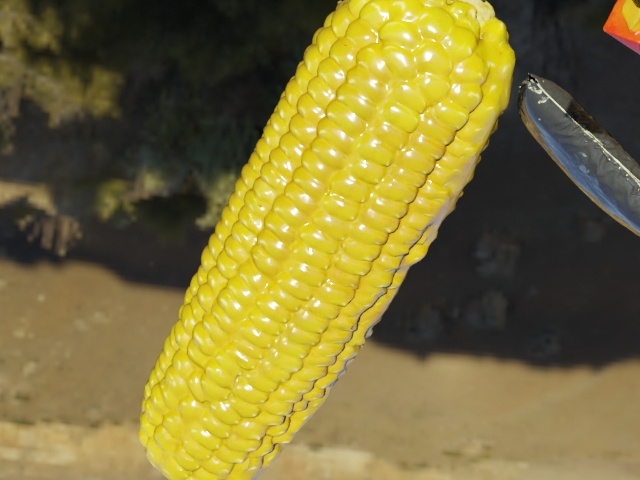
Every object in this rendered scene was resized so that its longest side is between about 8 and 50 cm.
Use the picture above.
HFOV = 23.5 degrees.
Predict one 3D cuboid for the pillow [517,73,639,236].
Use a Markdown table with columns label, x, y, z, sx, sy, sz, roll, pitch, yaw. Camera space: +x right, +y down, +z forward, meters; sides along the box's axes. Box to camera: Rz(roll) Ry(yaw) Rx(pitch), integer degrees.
| label | x | y | z | sx | sy | sz | roll | pitch | yaw |
| --- | --- | --- | --- | --- | --- | --- | --- | --- | --- |
| pillow | 0.256 | -0.070 | 1.404 | 0.208 | 0.055 | 0.141 | 46 | 179 | 2 |

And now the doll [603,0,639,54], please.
| label | x | y | z | sx | sy | sz | roll | pitch | yaw |
| --- | --- | --- | --- | --- | --- | --- | --- | --- | --- |
| doll | 0.252 | -0.177 | 0.949 | 0.134 | 0.106 | 0.186 | -10 | 155 | -17 |

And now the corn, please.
| label | x | y | z | sx | sy | sz | roll | pitch | yaw |
| --- | --- | --- | --- | --- | --- | --- | --- | --- | --- |
| corn | 0.000 | 0.000 | 0.895 | 0.120 | 0.363 | 0.120 | 23 | -156 | -11 |
